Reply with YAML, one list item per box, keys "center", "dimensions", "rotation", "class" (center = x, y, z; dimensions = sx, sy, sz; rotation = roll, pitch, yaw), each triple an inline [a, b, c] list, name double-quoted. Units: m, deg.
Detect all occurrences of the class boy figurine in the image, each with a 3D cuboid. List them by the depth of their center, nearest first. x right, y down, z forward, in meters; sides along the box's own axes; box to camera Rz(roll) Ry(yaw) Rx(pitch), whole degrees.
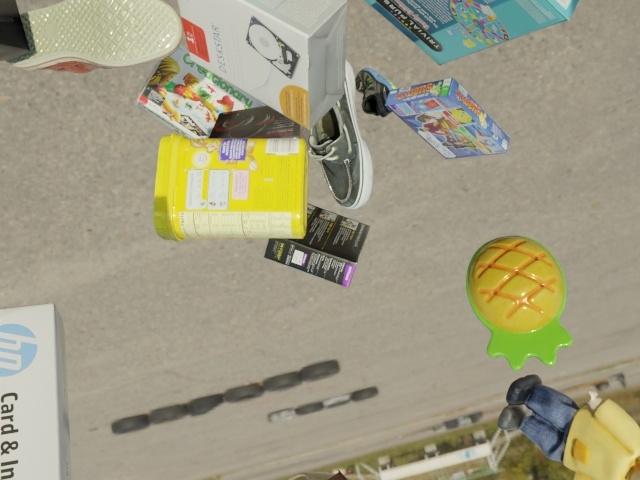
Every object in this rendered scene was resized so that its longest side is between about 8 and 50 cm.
- center: [0.405, 0.320, 0.991]
  dimensions: [0.092, 0.285, 0.177]
  rotation: [1, 112, -40]
  class: "boy figurine"

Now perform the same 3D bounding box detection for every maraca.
- center: [0.260, 0.078, 0.875]
  dimensions: [0.127, 0.185, 0.099]
  rotation: [-12, 153, 13]
  class: "maraca"

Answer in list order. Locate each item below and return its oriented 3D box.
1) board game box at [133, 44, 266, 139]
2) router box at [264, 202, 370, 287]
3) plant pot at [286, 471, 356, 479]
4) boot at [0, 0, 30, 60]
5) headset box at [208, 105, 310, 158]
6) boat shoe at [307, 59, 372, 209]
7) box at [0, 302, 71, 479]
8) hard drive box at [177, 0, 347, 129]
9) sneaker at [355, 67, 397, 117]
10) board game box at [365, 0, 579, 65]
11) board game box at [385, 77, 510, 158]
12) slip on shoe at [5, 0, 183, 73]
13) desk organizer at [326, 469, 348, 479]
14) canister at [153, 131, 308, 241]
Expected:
- center: [-0.309, -0.355, 1.749]
  dimensions: [0.305, 0.193, 0.053]
  rotation: [32, 163, -26]
  class: "board game box"
- center: [0.000, 0.000, 1.036]
  dimensions: [0.133, 0.046, 0.179]
  rotation: [20, -158, 4]
  class: "router box"
- center: [-0.008, 0.592, 1.369]
  dimensions: [0.284, 0.191, 0.284]
  rotation: [-39, -166, 11]
  class: "plant pot"
- center: [-0.639, -0.271, 0.827]
  dimensions: [0.367, 0.146, 0.445]
  rotation: [4, -161, 2]
  class: "boot"
- center: [-0.139, -0.215, 1.533]
  dimensions: [0.218, 0.293, 0.110]
  rotation: [-8, 119, 6]
  class: "headset box"
- center: [0.020, -0.214, 1.405]
  dimensions: [0.121, 0.335, 0.119]
  rotation: [5, -154, 40]
  class: "boat shoe"
- center: [-0.200, 0.108, 0.267]
  dimensions: [0.186, 0.145, 0.038]
  rotation: [-5, 152, -16]
  class: "box"
- center: [-0.081, -0.289, 0.930]
  dimensions: [0.089, 0.232, 0.181]
  rotation: [-49, 160, -24]
  class: "hard drive box"
- center: [0.107, -0.304, 1.382]
  dimensions: [0.078, 0.188, 0.067]
  rotation: [-45, 122, 6]
  class: "sneaker"
- center: [0.218, -0.426, 1.090]
  dimensions: [0.254, 0.079, 0.336]
  rotation: [34, 169, -22]
  class: "board game box"
- center: [0.230, -0.212, 1.192]
  dimensions: [0.136, 0.035, 0.201]
  rotation: [1, 157, 45]
  class: "board game box"
- center: [-0.361, -0.327, 1.072]
  dimensions: [0.331, 0.123, 0.101]
  rotation: [-1, -178, 22]
  class: "slip on shoe"
- center: [0.040, 0.386, 0.947]
  dimensions: [0.050, 0.047, 0.130]
  rotation: [-30, -163, -16]
  class: "desk organizer"
- center: [-0.102, -0.061, 0.788]
  dimensions: [0.170, 0.126, 0.073]
  rotation: [1, 167, 4]
  class: "canister"
